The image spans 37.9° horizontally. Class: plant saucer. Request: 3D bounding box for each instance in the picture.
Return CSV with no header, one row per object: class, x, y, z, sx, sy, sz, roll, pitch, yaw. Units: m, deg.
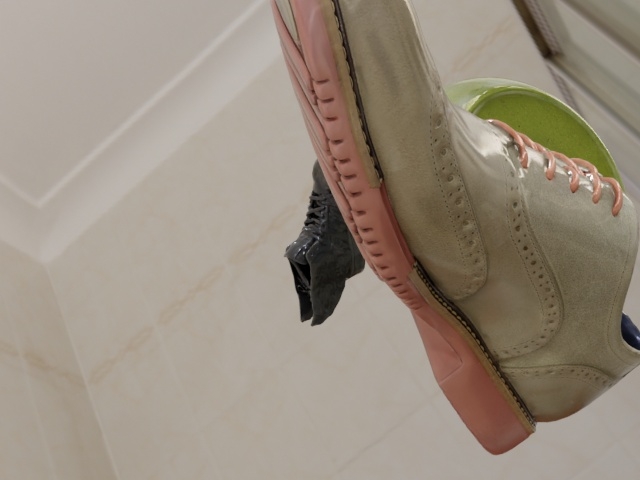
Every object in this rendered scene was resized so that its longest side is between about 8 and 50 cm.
plant saucer,0.187,-0.046,0.819,0.241,0.241,0.037,-4,-19,-29

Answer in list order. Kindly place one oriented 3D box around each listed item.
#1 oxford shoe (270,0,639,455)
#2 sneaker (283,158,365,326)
oxford shoe,0.092,-0.027,0.533,0.146,0.140,0.397,-26,-44,8
sneaker,-0.002,0.000,1.011,0.089,0.051,0.170,-24,-70,-31
